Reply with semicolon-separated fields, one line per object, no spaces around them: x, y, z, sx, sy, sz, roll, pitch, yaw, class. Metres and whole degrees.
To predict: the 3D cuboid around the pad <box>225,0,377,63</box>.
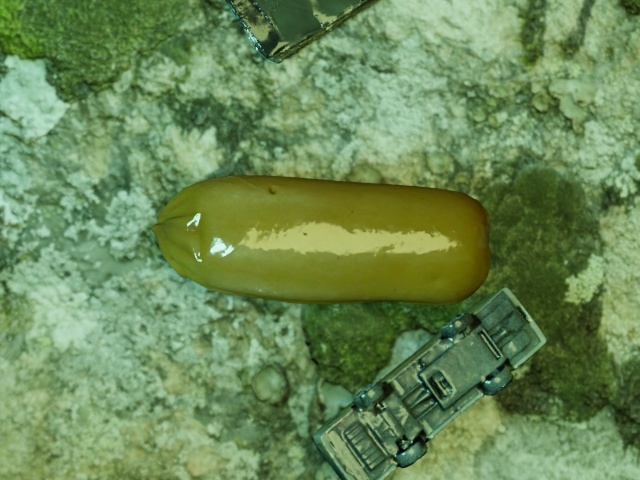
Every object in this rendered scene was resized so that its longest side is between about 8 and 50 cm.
-0.052;-0.332;1.410;0.174;0.022;0.233;-33;87;-16;pad

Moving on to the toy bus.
0.111;0.156;1.313;0.268;0.106;0.092;-37;89;-19;toy bus

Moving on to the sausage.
0.000;0.000;1.317;0.353;0.116;0.134;1;89;-9;sausage
